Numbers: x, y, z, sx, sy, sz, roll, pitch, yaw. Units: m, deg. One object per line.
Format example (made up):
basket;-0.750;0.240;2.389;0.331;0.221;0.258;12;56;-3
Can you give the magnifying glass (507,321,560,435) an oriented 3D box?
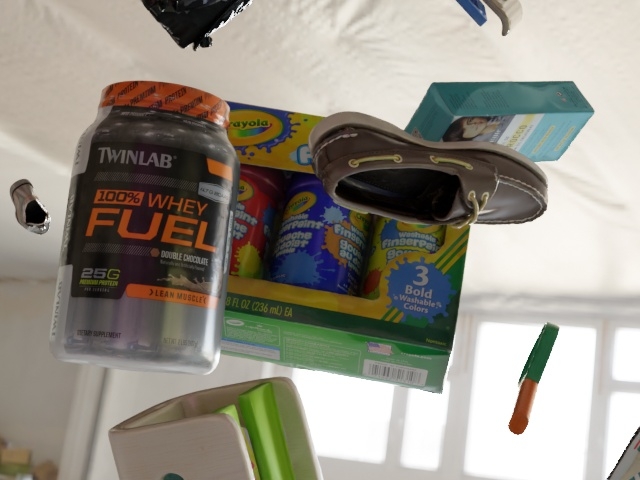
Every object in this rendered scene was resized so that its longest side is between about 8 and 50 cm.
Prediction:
magnifying glass;0.260;0.171;1.376;0.026;0.092;0.231;26;26;10

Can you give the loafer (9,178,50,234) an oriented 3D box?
loafer;-0.408;-0.038;1.590;0.045;0.039;0.125;-33;-26;-16

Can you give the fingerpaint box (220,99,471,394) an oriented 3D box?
fingerpaint box;0.000;0.000;1.704;0.445;0.371;0.163;11;-31;5

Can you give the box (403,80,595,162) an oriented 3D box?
box;0.228;-0.149;1.437;0.244;0.060;0.100;-6;-36;-33

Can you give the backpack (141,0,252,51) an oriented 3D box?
backpack;-0.140;-0.340;1.407;0.182;0.115;0.152;-38;-14;3

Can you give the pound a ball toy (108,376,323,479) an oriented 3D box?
pound a ball toy;-0.047;0.271;0.865;0.136;0.319;0.208;-13;2;21

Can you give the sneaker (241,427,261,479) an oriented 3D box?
sneaker;-0.056;0.289;1.389;0.081;0.208;0.094;-17;3;-33

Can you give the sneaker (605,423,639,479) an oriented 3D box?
sneaker;0.355;0.267;1.228;0.075;0.161;0.057;31;24;18

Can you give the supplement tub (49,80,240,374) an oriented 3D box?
supplement tub;-0.210;-0.011;1.376;0.207;0.338;0.207;5;-10;1

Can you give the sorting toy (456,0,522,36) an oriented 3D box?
sorting toy;0.181;-0.338;1.333;0.047;0.196;0.347;-40;3;22

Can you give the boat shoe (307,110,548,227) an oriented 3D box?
boat shoe;0.140;-0.064;1.342;0.324;0.096;0.116;13;-47;-25
